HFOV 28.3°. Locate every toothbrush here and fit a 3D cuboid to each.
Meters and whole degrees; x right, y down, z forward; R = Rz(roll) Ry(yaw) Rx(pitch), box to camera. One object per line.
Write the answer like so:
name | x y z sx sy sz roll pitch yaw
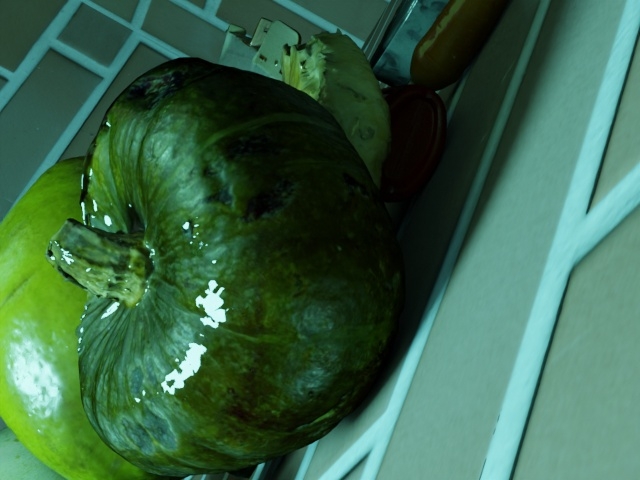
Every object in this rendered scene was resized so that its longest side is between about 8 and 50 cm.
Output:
toothbrush | -0.059 0.236 1.134 0.019 0.013 0.193 111 -177 -56

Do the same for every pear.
pear | -0.182 0.071 1.144 0.269 0.269 0.321 128 130 -59

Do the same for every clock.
clock | 0.168 -0.370 1.919 0.313 0.061 0.312 -60 5 9

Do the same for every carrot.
carrot | 0.177 -0.265 1.329 0.271 0.066 0.062 -57 50 20

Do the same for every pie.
pie | -0.010 -0.039 1.202 0.339 0.083 0.340 -176 90 -78

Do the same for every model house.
model house | 0.004 -0.207 1.927 0.169 0.244 0.326 -61 38 12

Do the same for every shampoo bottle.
shampoo bottle | 0.073 -0.107 1.344 0.314 0.076 0.118 -111 39 -84

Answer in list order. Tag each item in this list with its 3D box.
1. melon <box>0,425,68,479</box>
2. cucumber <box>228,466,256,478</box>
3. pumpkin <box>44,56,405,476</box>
melon | -0.280 0.342 1.326 0.268 0.268 0.330 -70 1 -59
cucumber | -0.063 0.166 1.225 0.116 0.062 0.115 -4 -61 -84
pumpkin | -0.068 0.024 0.928 0.232 0.242 0.325 6 96 57
